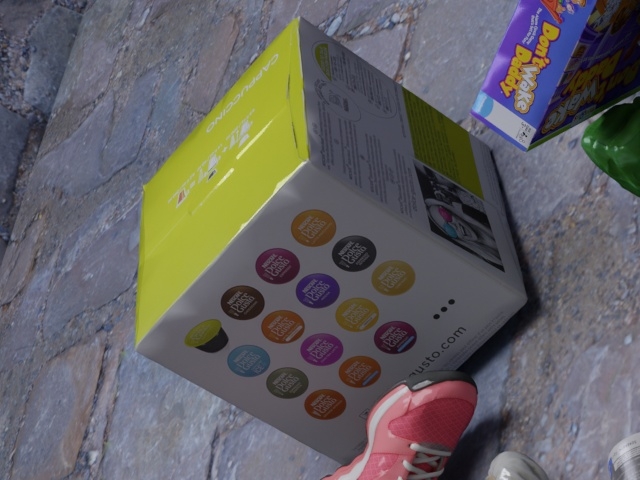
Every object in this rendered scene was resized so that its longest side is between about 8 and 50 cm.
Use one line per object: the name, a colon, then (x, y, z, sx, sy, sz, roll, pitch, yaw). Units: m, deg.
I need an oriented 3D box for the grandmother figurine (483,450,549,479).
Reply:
grandmother figurine: (0.135, 0.374, 1.909, 0.342, 0.104, 0.208, -58, 36, 12)

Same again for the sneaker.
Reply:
sneaker: (0.093, 0.283, 2.033, 0.314, 0.116, 0.136, -54, 39, 26)

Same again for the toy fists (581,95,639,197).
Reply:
toy fists: (0.381, -0.080, 1.873, 0.096, 0.142, 0.279, -60, 28, 1)

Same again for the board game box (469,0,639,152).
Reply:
board game box: (0.320, -0.252, 1.898, 0.078, 0.347, 0.233, 38, 129, 21)

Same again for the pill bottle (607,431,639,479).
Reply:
pill bottle: (0.325, 0.258, 1.720, 0.078, 0.078, 0.137, -43, 32, 30)

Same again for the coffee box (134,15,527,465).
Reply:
coffee box: (0.000, 0.000, 2.196, 0.337, 0.334, 0.338, -46, 26, 26)

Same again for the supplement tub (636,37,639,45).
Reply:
supplement tub: (0.489, -0.271, 1.772, 0.325, 0.235, 0.235, -55, 28, 11)
